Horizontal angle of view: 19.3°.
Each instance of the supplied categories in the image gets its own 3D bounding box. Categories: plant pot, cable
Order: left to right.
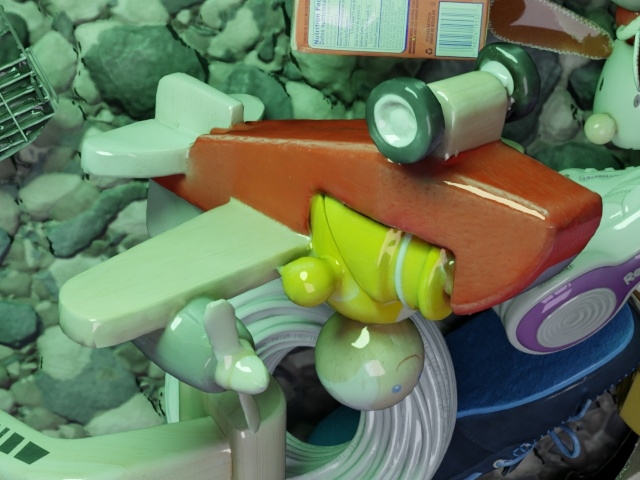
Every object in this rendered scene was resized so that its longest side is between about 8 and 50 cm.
[{"bbox_3d":[-0.011,0.137,1.619,0.257,0.089,0.257,18,103,16],"label":"cable"},{"bbox_3d":[0.318,0.143,1.729,0.083,0.081,0.081,17,114,-3],"label":"plant pot"}]

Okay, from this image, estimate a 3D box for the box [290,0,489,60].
[{"bbox_3d":[0.058,-0.300,1.432,0.154,0.142,0.300,2,116,-1],"label":"box"}]

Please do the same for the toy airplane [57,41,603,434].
[{"bbox_3d":[0.000,0.000,1.448,0.386,0.384,0.272,-11,103,-2],"label":"toy airplane"}]

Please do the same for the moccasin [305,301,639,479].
[{"bbox_3d":[0.146,0.148,1.696,0.342,0.138,0.117,-26,130,24],"label":"moccasin"}]

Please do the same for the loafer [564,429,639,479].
[{"bbox_3d":[0.242,0.261,1.780,0.251,0.094,0.087,-41,102,8],"label":"loafer"}]

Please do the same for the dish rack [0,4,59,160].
[{"bbox_3d":[-0.341,-0.170,1.499,0.208,0.074,0.272,-23,119,6],"label":"dish rack"}]

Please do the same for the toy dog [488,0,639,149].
[{"bbox_3d":[0.217,-0.200,1.484,0.161,0.220,0.334,-34,111,-26],"label":"toy dog"}]

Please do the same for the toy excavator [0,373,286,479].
[{"bbox_3d":[-0.310,0.170,1.515,0.433,0.445,0.222,-26,128,-43],"label":"toy excavator"}]

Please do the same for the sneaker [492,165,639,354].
[{"bbox_3d":[0.262,-0.033,1.602,0.305,0.152,0.114,-29,136,-7],"label":"sneaker"}]

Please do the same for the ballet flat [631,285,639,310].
[{"bbox_3d":[0.307,0.053,1.695,0.168,0.052,0.057,40,106,-23],"label":"ballet flat"}]
